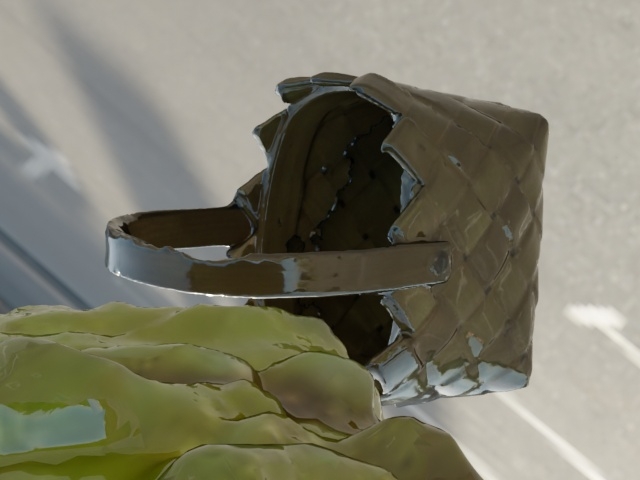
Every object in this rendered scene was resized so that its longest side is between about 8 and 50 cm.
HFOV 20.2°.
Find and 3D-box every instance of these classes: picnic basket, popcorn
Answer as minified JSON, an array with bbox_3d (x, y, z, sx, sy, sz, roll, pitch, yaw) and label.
[{"bbox_3d":[0.000,0.000,0.730,0.179,0.137,0.128,0,-175,-31],"label":"picnic basket"},{"bbox_3d":[-0.052,0.103,0.513,0.286,0.225,0.173,5,109,39],"label":"popcorn"}]
